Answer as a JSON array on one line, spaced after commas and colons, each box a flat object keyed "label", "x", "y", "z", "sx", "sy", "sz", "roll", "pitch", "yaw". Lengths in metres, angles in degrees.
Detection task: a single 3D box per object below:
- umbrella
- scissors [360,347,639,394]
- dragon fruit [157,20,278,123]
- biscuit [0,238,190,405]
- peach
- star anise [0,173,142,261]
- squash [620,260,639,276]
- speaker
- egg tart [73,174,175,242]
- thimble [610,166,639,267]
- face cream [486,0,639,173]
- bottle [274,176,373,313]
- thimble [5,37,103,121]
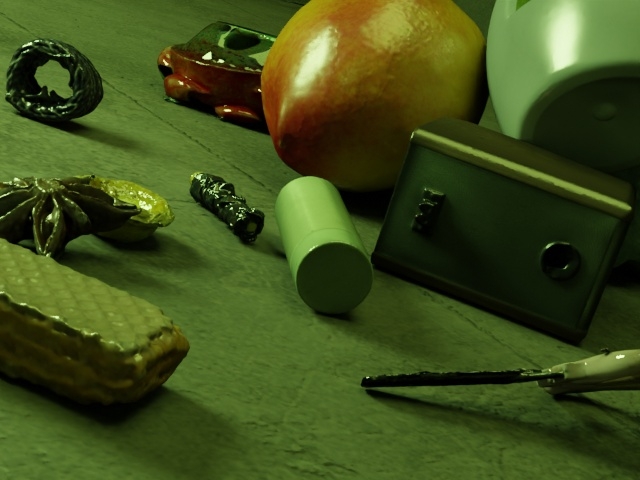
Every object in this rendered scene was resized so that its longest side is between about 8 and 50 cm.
[{"label": "umbrella", "x": -0.100, "y": -0.040, "z": 1.132, "sx": 0.037, "sy": 0.040, "sz": 0.144, "roll": -2, "pitch": 23, "yaw": -29}, {"label": "scissors", "x": 0.183, "y": 0.105, "z": 0.874, "sx": 0.317, "sy": 0.024, "sz": 0.160, "roll": 1, "pitch": -15, "yaw": -17}, {"label": "dragon fruit", "x": -0.099, "y": -0.249, "z": 1.677, "sx": 0.295, "sy": 0.130, "sz": 0.268, "roll": 15, "pitch": 11, "yaw": -9}, {"label": "biscuit", "x": -0.269, "y": 0.015, "z": 0.740, "sx": 0.378, "sy": 0.054, "sz": 0.094, "roll": 22, "pitch": 16, "yaw": 14}, {"label": "peach", "x": 0.066, "y": -0.196, "z": 1.390, "sx": 0.289, "sy": 0.289, "sz": 0.308, "roll": 26, "pitch": 13, "yaw": 27}, {"label": "star anise", "x": -0.232, "y": -0.027, "z": 0.917, "sx": 0.129, "sy": 0.056, "sz": 0.124, "roll": 22, "pitch": 37, "yaw": 25}, {"label": "squash", "x": 0.480, "y": 0.043, "z": 1.407, "sx": 0.250, "sy": 0.083, "sz": 0.083, "roll": 26, "pitch": 18, "yaw": 37}, {"label": "speaker", "x": 0.198, "y": -0.019, "z": 1.166, "sx": 0.231, "sy": 0.153, "sz": 0.192, "roll": 21, "pitch": 16, "yaw": 11}, {"label": "egg tart", "x": -0.183, "y": -0.027, "z": 0.996, "sx": 0.105, "sy": 0.039, "sz": 0.105, "roll": 16, "pitch": 16, "yaw": -5}, {"label": "thimble", "x": 0.364, "y": -0.086, "z": 1.424, "sx": 0.205, "sy": 0.172, "sz": 0.250, "roll": -9, "pitch": 33, "yaw": 10}, {"label": "face cream", "x": 0.336, "y": -0.261, "z": 1.291, "sx": 0.219, "sy": 0.312, "sz": 0.357, "roll": 36, "pitch": 47, "yaw": -26}, {"label": "bottle", "x": 0.000, "y": 0.000, "z": 1.043, "sx": 0.072, "sy": 0.072, "sz": 0.201, "roll": 14, "pitch": 17, "yaw": -12}, {"label": "thimble", "x": -0.311, "y": -0.189, "z": 1.295, "sx": 0.104, "sy": 0.095, "sz": 0.066, "roll": 5, "pitch": 12, "yaw": 9}]
